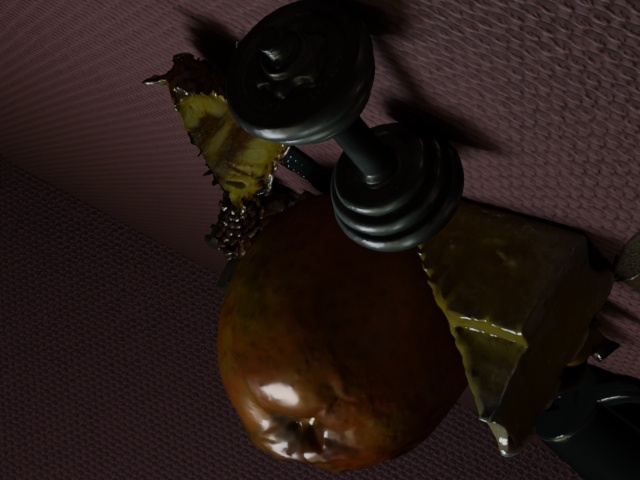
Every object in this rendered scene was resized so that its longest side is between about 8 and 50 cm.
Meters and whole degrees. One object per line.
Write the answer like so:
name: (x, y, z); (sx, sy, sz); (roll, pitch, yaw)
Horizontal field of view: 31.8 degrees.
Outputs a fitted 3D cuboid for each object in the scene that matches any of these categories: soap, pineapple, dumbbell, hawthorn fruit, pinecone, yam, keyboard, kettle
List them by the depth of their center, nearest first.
dumbbell: (0.036, -0.126, 1.326); (0.179, 0.179, 0.406); (23, 168, 36)
yam: (0.422, 0.044, 1.349); (0.127, 0.084, 0.084); (29, 170, -17)
soap: (0.202, 0.107, 1.617); (0.338, 0.304, 0.169); (19, 161, 46)
pineapple: (-0.132, -0.199, 1.650); (0.334, 0.158, 0.161); (52, -165, -53)
hawthorn fruit: (0.032, 0.172, 1.900); (0.472, 0.472, 0.472); (29, 169, 6)
keyboard: (-0.012, -0.114, 1.951); (0.262, 0.016, 0.106); (35, 169, -22)
pinecone: (-0.128, -0.035, 2.216); (0.150, 0.179, 0.195); (3, 159, 7)
kettle: (0.590, 0.398, 2.227); (0.308, 0.203, 0.262); (39, 169, -27)

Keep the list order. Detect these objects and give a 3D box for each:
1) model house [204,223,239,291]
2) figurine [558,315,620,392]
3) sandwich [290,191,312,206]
model house: (-0.128, 0.035, 2.419); (0.243, 0.211, 0.204); (20, 165, 23)
figurine: (0.362, 0.163, 1.832); (0.192, 0.167, 0.257); (43, 168, 5)
sandwich: (0.000, 0.000, 2.179); (0.245, 0.063, 0.212); (4, 129, 51)
